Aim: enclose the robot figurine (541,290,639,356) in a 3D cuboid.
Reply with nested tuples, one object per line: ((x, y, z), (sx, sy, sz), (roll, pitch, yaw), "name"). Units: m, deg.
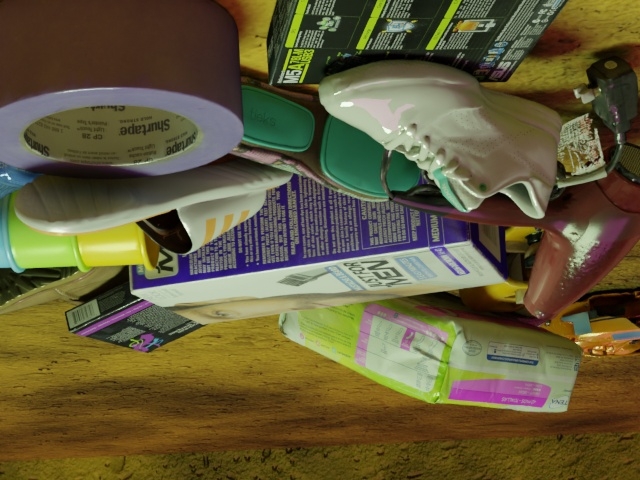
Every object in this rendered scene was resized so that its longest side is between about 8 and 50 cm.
((0.458, 0.119, 1.982), (0.290, 0.085, 0.211), (-8, 165, 13), "robot figurine")

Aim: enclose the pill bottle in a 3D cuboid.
((0.251, 0.057, 1.699), (0.086, 0.086, 0.152), (-4, 165, -2), "pill bottle")

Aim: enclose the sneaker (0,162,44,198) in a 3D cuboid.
((-0.343, -0.015, 1.168), (0.330, 0.147, 0.129), (-17, 160, 37), "sneaker")

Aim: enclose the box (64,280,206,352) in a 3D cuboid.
((-0.186, 0.080, 1.533), (0.116, 0.029, 0.162), (-25, 158, 17), "box")

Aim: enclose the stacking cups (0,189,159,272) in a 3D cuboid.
((-0.312, -0.013, 1.302), (0.316, 0.096, 0.096), (-2, 165, 1), "stacking cups")

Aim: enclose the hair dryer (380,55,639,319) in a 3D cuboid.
((0.185, -0.037, 1.221), (0.223, 0.080, 0.294), (-15, 134, 12), "hair dryer")

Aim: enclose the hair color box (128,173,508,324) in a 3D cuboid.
((0.000, 0.000, 1.391), (0.338, 0.110, 0.185), (-7, 165, 17), "hair color box")

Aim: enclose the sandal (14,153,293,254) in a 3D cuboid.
((-0.138, -0.028, 1.141), (0.102, 0.076, 0.265), (32, -147, 34), "sandal")

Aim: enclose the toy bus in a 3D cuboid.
((0.221, 0.017, 1.513), (0.190, 0.104, 0.202), (-13, 163, 28), "toy bus")

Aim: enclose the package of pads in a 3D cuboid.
((0.119, 0.113, 1.640), (0.229, 0.101, 0.296), (10, -174, -41), "package of pads")

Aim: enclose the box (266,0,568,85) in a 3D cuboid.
((0.064, -0.157, 0.955), (0.184, 0.045, 0.191), (1, 165, -8), "box")

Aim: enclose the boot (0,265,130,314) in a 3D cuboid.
((-0.273, 0.056, 1.559), (0.236, 0.089, 0.269), (-10, 165, 21), "boot")

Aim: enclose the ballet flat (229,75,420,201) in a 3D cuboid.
((-0.017, -0.085, 1.164), (0.221, 0.077, 0.079), (14, 175, -37), "ballet flat")

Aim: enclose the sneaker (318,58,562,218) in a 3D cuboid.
((0.094, -0.068, 1.028), (0.212, 0.094, 0.080), (12, 164, -30), "sneaker")

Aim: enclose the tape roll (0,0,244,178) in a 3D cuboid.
((-0.150, -0.109, 1.002), (0.188, 0.080, 0.189), (-4, 165, -1), "tape roll")
